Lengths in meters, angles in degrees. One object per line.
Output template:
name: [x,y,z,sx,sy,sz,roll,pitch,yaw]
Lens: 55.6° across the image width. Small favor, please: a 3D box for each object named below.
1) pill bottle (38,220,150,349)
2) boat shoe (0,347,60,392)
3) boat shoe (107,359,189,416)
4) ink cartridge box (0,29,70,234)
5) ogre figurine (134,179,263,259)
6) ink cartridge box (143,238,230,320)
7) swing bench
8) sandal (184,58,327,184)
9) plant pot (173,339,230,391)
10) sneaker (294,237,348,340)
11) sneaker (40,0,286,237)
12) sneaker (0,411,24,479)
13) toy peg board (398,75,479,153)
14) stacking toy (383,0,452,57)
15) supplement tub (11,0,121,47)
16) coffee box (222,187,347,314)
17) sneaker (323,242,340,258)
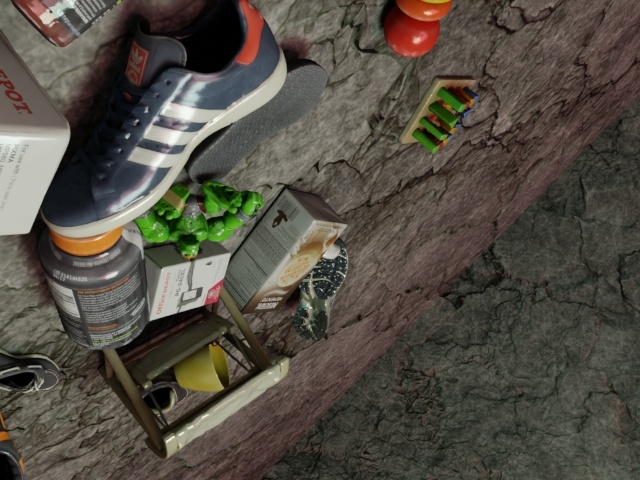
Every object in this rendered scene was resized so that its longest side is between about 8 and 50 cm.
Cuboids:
pill bottle: [-0.305,0.039,0.829,0.130,0.130,0.246,-30,154,-29]
boat shoe: [-0.472,0.218,0.947,0.075,0.065,0.206,-41,157,-6]
boat shoe: [-0.351,0.331,1.302,0.102,0.092,0.285,-40,157,-8]
ink cartridge box: [-0.355,-0.099,0.425,0.272,0.197,0.114,-9,141,-53]
ogre figurine: [-0.194,-0.037,0.920,0.196,0.097,0.118,-20,157,-30]
ink cartridge box: [-0.240,0.064,1.042,0.150,0.063,0.109,-14,131,-49]
swing bench: [-0.237,0.236,1.119,0.253,0.255,0.165,-28,153,-32]
sandal: [-0.104,-0.185,0.891,0.254,0.055,0.097,-36,151,7]
plant pot: [-0.266,0.275,1.331,0.095,0.134,0.134,-17,155,2]
sneaker: [-0.003,0.102,1.503,0.122,0.110,0.283,-73,180,-63]
sneaker: [-0.200,-0.157,0.694,0.350,0.131,0.148,-45,151,-11]
sneaker: [-0.572,0.394,0.938,0.124,0.180,0.321,-4,135,-56]
toy peg board: [0.277,-0.266,1.323,0.160,0.079,0.161,-16,145,-47]
stacking toy: [0.163,-0.403,0.866,0.141,0.141,0.330,-31,161,-27]
supplement tub: [-0.190,-0.268,0.525,0.198,0.106,0.106,-42,157,-5]
coffee box: [-0.078,0.026,1.216,0.247,0.098,0.141,-51,156,18]
sneaker: [0.000,0.000,1.340,0.152,0.053,0.061,17,109,-50]
